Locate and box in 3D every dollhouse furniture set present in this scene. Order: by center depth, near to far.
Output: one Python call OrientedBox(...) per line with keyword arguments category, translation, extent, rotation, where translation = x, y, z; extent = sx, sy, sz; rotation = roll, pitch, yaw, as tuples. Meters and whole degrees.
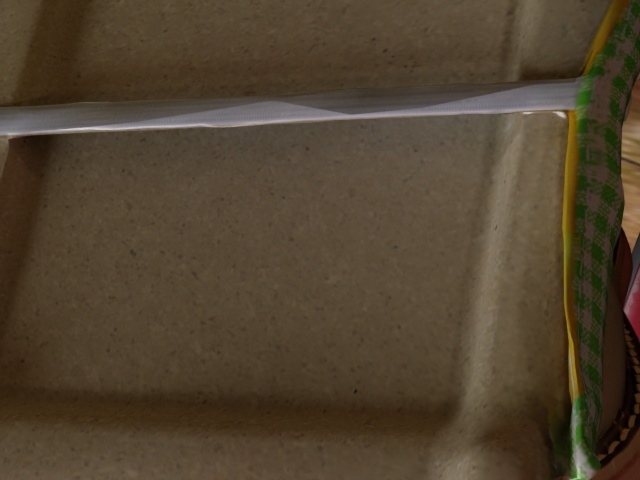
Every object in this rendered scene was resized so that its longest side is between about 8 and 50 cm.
OrientedBox(category="dollhouse furniture set", translation=(-0.050, -0.011, 0.483), extent=(0.302, 0.197, 0.151), rotation=(0, 156, 24))

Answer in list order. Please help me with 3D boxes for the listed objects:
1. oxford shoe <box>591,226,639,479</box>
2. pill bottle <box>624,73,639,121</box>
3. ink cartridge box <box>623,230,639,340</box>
OrientedBox(category="oxford shoe", translation=(0.028, -0.022, 0.667), extent=(0.141, 0.146, 0.397), rotation=(-23, -161, -1))
OrientedBox(category="pill bottle", translation=(0.091, -0.080, 0.633), extent=(0.043, 0.083, 0.043), rotation=(12, 163, 4))
OrientedBox(category="ink cartridge box", translation=(0.275, 0.133, 0.736), extent=(0.385, 0.279, 0.160), rotation=(21, 158, 7))
